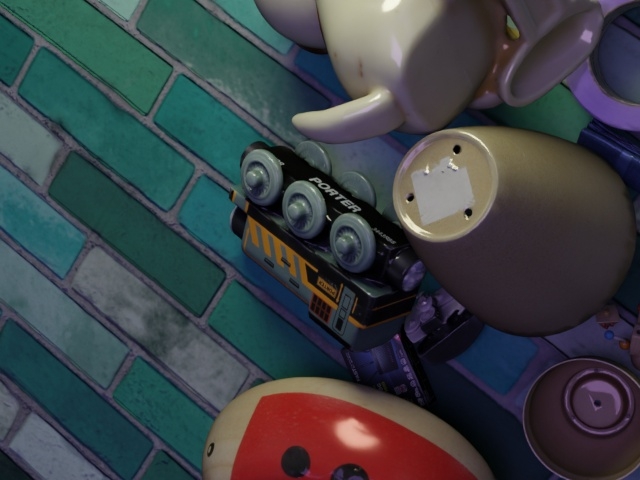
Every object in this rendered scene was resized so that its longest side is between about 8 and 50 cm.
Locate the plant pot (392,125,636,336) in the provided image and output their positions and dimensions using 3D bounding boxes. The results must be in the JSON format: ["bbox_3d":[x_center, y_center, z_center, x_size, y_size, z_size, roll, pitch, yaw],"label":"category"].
[{"bbox_3d":[0.203,-0.030,1.359,0.256,0.274,0.257,-8,75,31],"label":"plant pot"}]

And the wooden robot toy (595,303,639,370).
[{"bbox_3d":[0.428,0.134,1.481,0.173,0.076,0.079,15,138,19],"label":"wooden robot toy"}]

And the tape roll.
[{"bbox_3d":[0.398,-0.229,1.424,0.189,0.080,0.189,3,99,21],"label":"tape roll"}]

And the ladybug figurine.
[{"bbox_3d":[0.028,0.349,1.581,0.449,0.162,0.305,6,112,22],"label":"ladybug figurine"}]

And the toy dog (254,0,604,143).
[{"bbox_3d":[0.077,-0.293,1.425,0.395,0.284,0.408,-51,43,0],"label":"toy dog"}]

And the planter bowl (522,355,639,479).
[{"bbox_3d":[0.350,0.218,1.486,0.162,0.109,0.162,3,99,22],"label":"planter bowl"}]

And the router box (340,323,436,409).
[{"bbox_3d":[0.095,0.188,1.621,0.092,0.038,0.122,-25,88,23],"label":"router box"}]

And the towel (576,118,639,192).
[{"bbox_3d":[0.379,-0.103,1.460,0.119,0.067,0.029,33,68,15],"label":"towel"}]

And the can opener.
[{"bbox_3d":[0.227,0.058,1.545,0.280,0.074,0.093,-39,117,23],"label":"can opener"}]

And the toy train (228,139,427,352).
[{"bbox_3d":[0.000,0.000,1.556,0.334,0.142,0.190,36,124,32],"label":"toy train"}]
